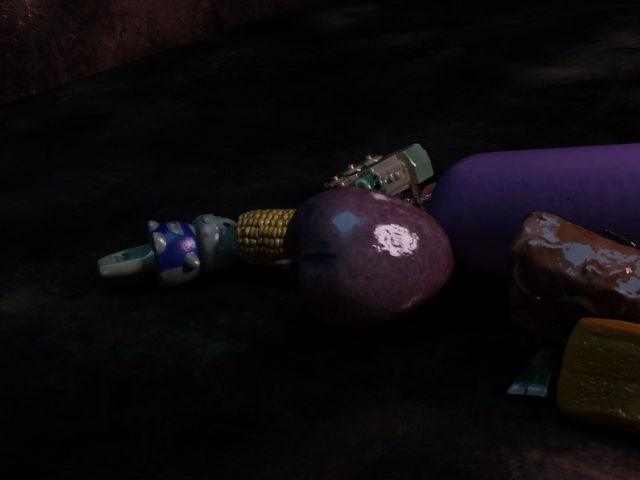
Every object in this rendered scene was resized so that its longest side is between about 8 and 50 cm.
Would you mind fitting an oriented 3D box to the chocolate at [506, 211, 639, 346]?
[{"bbox_3d":[0.308,0.065,1.789,0.214,0.148,0.093,21,48,26],"label":"chocolate"}]

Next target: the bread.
[{"bbox_3d":[0.357,0.153,1.658,0.200,0.116,0.077,11,3,42],"label":"bread"}]

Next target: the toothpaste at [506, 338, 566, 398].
[{"bbox_3d":[0.280,0.137,1.834,0.049,0.031,0.204,2,24,28],"label":"toothpaste"}]

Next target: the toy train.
[{"bbox_3d":[0.087,-0.093,2.415,0.125,0.080,0.194,-20,7,39],"label":"toy train"}]

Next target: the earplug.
[{"bbox_3d":[0.351,-0.031,2.031,0.456,0.215,0.215,3,23,37],"label":"earplug"}]

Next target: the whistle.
[{"bbox_3d":[-0.211,0.013,2.266,0.244,0.092,0.110,-11,31,-10],"label":"whistle"}]

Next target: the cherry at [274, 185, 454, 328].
[{"bbox_3d":[0.049,0.022,2.020,0.266,0.183,0.213,3,26,-16],"label":"cherry"}]

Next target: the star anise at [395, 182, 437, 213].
[{"bbox_3d":[0.160,-0.035,2.283,0.212,0.073,0.197,-28,24,-36],"label":"star anise"}]

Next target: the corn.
[{"bbox_3d":[0.000,0.000,2.198,0.244,0.093,0.093,7,24,20],"label":"corn"}]
